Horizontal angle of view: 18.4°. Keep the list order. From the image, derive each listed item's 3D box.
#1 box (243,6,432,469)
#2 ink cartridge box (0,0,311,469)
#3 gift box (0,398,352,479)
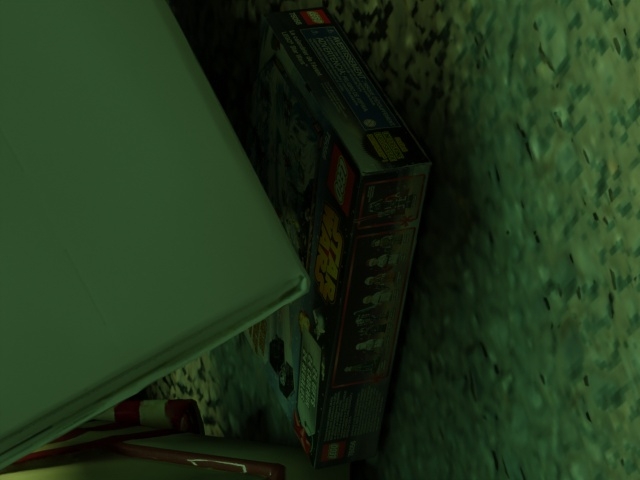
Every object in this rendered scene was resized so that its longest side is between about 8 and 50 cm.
[{"bbox_3d":[0.000,0.000,0.696,0.094,0.027,0.137,-119,28,-43],"label":"box"},{"bbox_3d":[-0.130,-0.069,0.694,0.223,0.129,0.307,63,174,-11],"label":"ink cartridge box"},{"bbox_3d":[-0.116,0.199,0.723,0.276,0.258,0.255,9,98,35],"label":"gift box"}]
